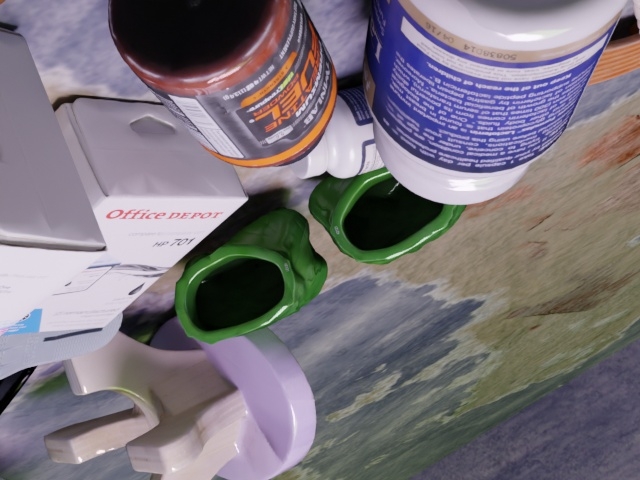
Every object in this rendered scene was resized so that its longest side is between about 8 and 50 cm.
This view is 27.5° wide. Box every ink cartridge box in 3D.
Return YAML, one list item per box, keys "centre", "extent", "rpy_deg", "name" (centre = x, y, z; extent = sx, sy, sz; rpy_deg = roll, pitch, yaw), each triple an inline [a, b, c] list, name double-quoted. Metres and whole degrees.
- centre: [-0.242, -0.007, 0.747]
  extent: [0.212, 0.154, 0.093]
  rpy_deg: [-37, 158, 28]
  name: "ink cartridge box"
- centre: [-0.168, -0.012, 0.939]
  extent: [0.190, 0.082, 0.139]
  rpy_deg: [-38, 157, 35]
  name: "ink cartridge box"

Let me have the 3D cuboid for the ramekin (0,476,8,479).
- centre: [-0.412, 0.381, 1.373]
  extent: [0.303, 0.148, 0.303]
  rpy_deg: [-24, -164, 7]
  name: "ramekin"

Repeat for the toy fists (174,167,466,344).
- centre: [0.000, 0.000, 1.129]
  extent: [0.279, 0.096, 0.142]
  rpy_deg: [-29, 175, 8]
  name: "toy fists"

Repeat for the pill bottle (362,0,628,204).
- centre: [0.106, -0.132, 0.857]
  extent: [0.153, 0.153, 0.265]
  rpy_deg: [-22, 160, -11]
  name: "pill bottle"

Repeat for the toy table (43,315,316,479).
- centre: [-0.142, 0.172, 1.233]
  extent: [0.160, 0.252, 0.274]
  rpy_deg: [-22, 175, -34]
  name: "toy table"

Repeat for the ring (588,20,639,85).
- centre: [0.277, -0.225, 1.016]
  extent: [0.336, 0.032, 0.336]
  rpy_deg: [-22, 160, -8]
  name: "ring"

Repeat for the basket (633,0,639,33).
- centre: [0.421, -0.143, 0.826]
  extent: [0.328, 0.331, 0.266]
  rpy_deg: [-47, 146, -3]
  name: "basket"

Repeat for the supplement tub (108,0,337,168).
- centre: [-0.049, -0.108, 0.803]
  extent: [0.106, 0.106, 0.198]
  rpy_deg: [-27, 161, 5]
  name: "supplement tub"

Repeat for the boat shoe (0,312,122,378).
- centre: [-0.264, 0.064, 1.020]
  extent: [0.226, 0.076, 0.083]
  rpy_deg: [-2, 125, -49]
  name: "boat shoe"

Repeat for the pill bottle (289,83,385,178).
- centre: [0.033, -0.087, 1.013]
  extent: [0.120, 0.067, 0.067]
  rpy_deg: [-17, 159, -22]
  name: "pill bottle"

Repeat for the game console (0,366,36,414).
- centre: [-0.339, 0.211, 1.172]
  extent: [0.044, 0.213, 0.361]
  rpy_deg: [32, 115, -18]
  name: "game console"

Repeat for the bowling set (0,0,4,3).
- centre: [-0.201, -0.080, 0.532]
  extent: [0.199, 0.154, 0.287]
  rpy_deg: [-16, 159, -25]
  name: "bowling set"
